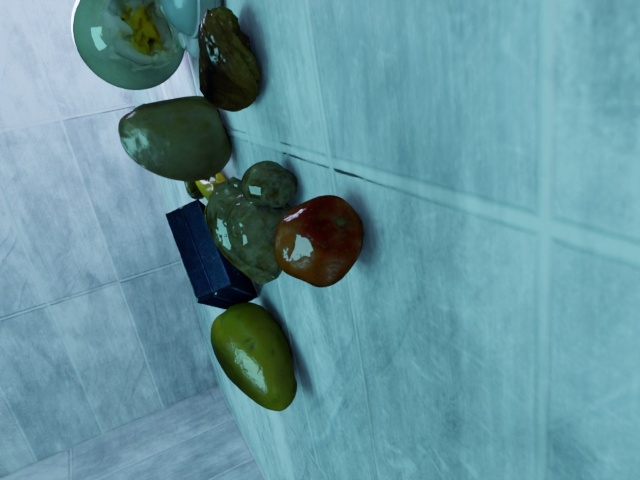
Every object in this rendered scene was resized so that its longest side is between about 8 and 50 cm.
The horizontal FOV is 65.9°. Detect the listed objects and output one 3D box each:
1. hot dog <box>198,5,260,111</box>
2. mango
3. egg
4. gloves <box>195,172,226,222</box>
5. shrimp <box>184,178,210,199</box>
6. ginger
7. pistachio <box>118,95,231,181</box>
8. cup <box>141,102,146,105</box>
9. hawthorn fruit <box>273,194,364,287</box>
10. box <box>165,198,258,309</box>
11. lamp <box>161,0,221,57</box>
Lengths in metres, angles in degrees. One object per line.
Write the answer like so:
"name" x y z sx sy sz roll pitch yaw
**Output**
"hot dog" -0.180 -0.332 0.928 0.227 0.099 0.160 -12 96 70
"mango" -0.183 0.320 1.359 0.365 0.182 0.252 47 147 48
"egg" -0.502 -0.540 1.296 0.336 0.278 0.278 28 133 55
"gloves" -0.280 -0.111 1.371 0.294 0.116 0.133 -136 42 -62
"shrimp" -0.362 -0.216 1.470 0.150 0.051 0.217 67 -157 -61
"ginger" -0.127 -0.035 1.006 0.304 0.155 0.244 -19 83 61
"pistachio" -0.357 -0.247 1.223 0.163 0.261 0.212 121 137 -75
"cup" -0.532 -0.410 1.665 0.120 0.141 0.120 44 144 45
"hawthorn fruit" 0.000 0.000 0.730 0.132 0.133 0.138 62 146 22
"box" -0.300 0.051 1.402 0.279 0.116 0.261 57 -171 -76
"lamp" -0.274 -0.492 1.017 0.246 0.108 0.179 107 143 -57
